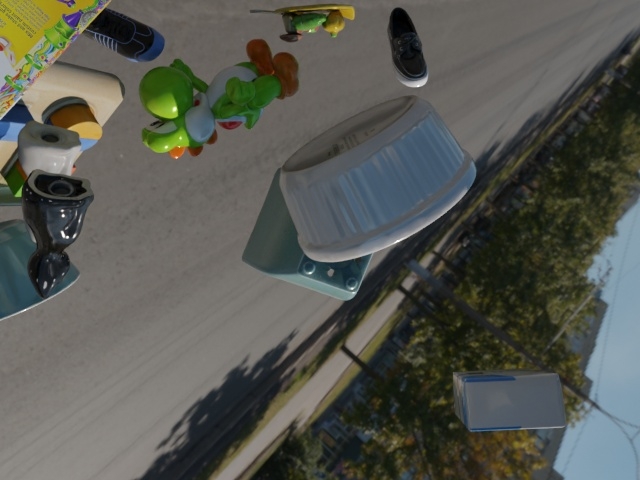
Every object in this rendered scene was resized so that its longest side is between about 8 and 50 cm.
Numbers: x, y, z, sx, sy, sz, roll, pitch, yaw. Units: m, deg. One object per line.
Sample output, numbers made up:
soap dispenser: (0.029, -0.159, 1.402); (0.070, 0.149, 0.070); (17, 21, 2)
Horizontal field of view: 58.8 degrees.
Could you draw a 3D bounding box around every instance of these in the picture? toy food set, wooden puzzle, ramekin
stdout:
toy food set: (-0.030, -0.471, 1.241); (0.128, 0.218, 0.071); (-31, 123, -56)
wooden puzzle: (-0.560, -0.178, 1.061); (0.348, 0.080, 0.322); (-46, 163, 23)
ramekin: (0.067, -0.096, 0.796); (0.273, 0.127, 0.273); (-26, -161, 10)

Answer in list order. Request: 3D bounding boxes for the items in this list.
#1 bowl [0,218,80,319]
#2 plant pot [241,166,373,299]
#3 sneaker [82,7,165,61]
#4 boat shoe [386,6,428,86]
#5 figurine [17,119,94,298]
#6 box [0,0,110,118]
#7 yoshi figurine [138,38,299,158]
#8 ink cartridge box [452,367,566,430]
bowl: (-0.705, 0.059, 1.223); (0.312, 0.163, 0.311); (-14, -163, 5)
plant pot: (0.000, 0.000, 1.272); (0.247, 0.247, 0.252); (-68, -159, 4)
sneaker: (-0.437, -0.441, 1.193); (0.090, 0.232, 0.081); (21, 91, -66)
boat shoe: (0.205, -0.465, 1.345); (0.080, 0.228, 0.076); (-7, 149, 2)
figurine: (-0.436, -0.049, 0.903); (0.092, 0.215, 0.209); (2, 131, -33)
box: (-0.471, -0.306, 0.674); (0.279, 0.177, 0.290); (-49, 129, -5)
yoshi figurine: (-0.233, -0.329, 1.214); (0.362, 0.203, 0.203); (-36, -177, -22)
ink cartridge box: (0.293, 0.253, 0.917); (0.190, 0.140, 0.082); (51, 35, -79)
